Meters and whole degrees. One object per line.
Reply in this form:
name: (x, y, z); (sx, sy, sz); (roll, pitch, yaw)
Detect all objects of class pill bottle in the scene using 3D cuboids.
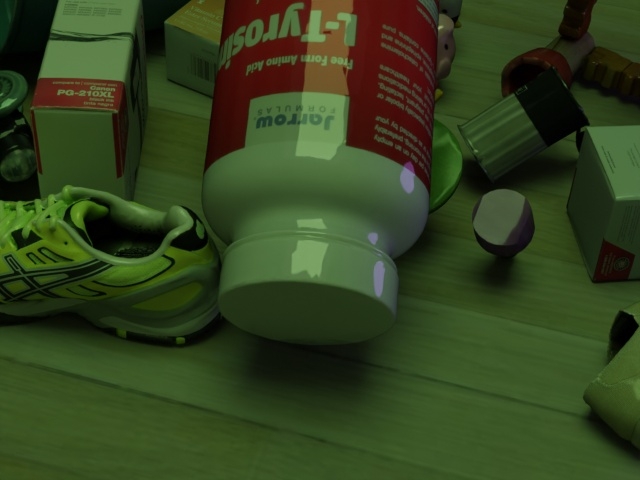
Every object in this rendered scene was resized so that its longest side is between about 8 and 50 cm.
pill bottle: (0.001, -0.113, 1.326); (0.229, 0.229, 0.408); (4, 66, 1)

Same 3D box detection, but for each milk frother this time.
milk frother: (0.259, -0.109, 1.551); (0.134, 0.129, 0.143); (-32, 77, 12)

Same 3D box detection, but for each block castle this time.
block castle: (0.400, -0.313, 1.518); (0.303, 0.453, 0.213); (26, 40, 21)

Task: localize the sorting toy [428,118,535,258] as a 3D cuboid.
sorting toy: (0.083, -0.073, 1.492); (0.365, 0.126, 0.127); (30, 76, 21)

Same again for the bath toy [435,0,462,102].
bath toy: (0.116, -0.255, 1.680); (0.151, 0.129, 0.348); (-31, 29, 30)

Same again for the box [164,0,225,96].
box: (-0.101, -0.266, 1.695); (0.130, 0.091, 0.170); (23, 47, 20)

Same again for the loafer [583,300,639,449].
loafer: (0.345, 0.092, 1.328); (0.092, 0.102, 0.268); (25, 48, 14)

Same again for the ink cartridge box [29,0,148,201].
ink cartridge box: (-0.261, -0.155, 1.508); (0.100, 0.172, 0.237); (2, 43, -2)

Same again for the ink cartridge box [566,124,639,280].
ink cartridge box: (0.384, -0.044, 1.456); (0.176, 0.128, 0.127); (-2, 43, -6)

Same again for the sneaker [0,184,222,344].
sneaker: (-0.286, 0.000, 1.360); (0.384, 0.147, 0.145); (4, 45, 3)

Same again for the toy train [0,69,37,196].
toy train: (-0.452, -0.159, 1.537); (0.190, 0.142, 0.334); (-28, 50, -16)

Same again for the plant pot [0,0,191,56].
plant pot: (-0.298, -0.369, 1.689); (0.255, 0.272, 0.272); (-2, 41, -27)
